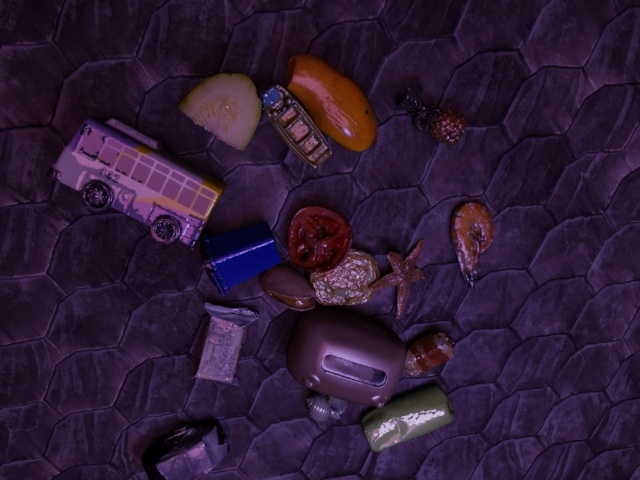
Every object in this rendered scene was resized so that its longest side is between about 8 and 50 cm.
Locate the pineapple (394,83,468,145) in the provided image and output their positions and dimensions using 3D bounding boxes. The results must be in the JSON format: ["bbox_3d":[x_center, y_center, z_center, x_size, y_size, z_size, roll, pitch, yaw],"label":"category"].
[{"bbox_3d":[0.345,-0.400,1.397,0.237,0.119,0.111,27,144,-7],"label":"pineapple"}]

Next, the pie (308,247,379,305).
[{"bbox_3d":[0.081,0.120,1.501,0.247,0.090,0.201,-1,99,-4],"label":"pie"}]

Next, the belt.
[{"bbox_3d":[-0.479,0.740,1.551,0.289,0.184,0.164,-21,100,-6],"label":"belt"}]

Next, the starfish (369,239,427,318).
[{"bbox_3d":[0.269,0.130,1.522,0.231,0.048,0.295,8,103,-33],"label":"starfish"}]

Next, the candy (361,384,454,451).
[{"bbox_3d":[0.324,0.660,1.637,0.343,0.132,0.142,-23,121,0],"label":"candy"}]

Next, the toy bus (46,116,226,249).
[{"bbox_3d":[-0.521,-0.179,1.303,0.439,0.209,0.249,28,98,-12],"label":"toy bus"}]

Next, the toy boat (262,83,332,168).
[{"bbox_3d":[-0.079,-0.355,1.374,0.111,0.084,0.276,-41,107,2],"label":"toy boat"}]

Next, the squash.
[{"bbox_3d":[-0.284,-0.406,1.304,0.237,0.155,0.204,33,97,-14],"label":"squash"}]

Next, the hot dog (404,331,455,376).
[{"bbox_3d":[0.387,0.409,1.603,0.213,0.103,0.146,-26,126,10],"label":"hot dog"}]

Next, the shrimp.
[{"bbox_3d":[0.540,0.017,1.538,0.164,0.062,0.317,-10,102,-6],"label":"shrimp"}]

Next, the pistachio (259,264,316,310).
[{"bbox_3d":[-0.107,0.158,1.447,0.223,0.152,0.126,24,119,31],"label":"pistachio"}]

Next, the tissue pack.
[{"bbox_3d":[0.088,0.387,1.474,0.387,0.277,0.267,20,98,-11],"label":"tissue pack"}]

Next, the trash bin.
[{"bbox_3d":[-0.250,0.049,1.395,0.234,0.184,0.163,-21,131,-8],"label":"trash bin"}]

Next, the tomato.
[{"bbox_3d":[0.000,-0.001,1.437,0.227,0.101,0.228,-3,81,17],"label":"tomato"}]

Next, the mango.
[{"bbox_3d":[0.042,-0.418,1.329,0.359,0.144,0.187,48,68,-16],"label":"mango"}]

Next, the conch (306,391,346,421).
[{"bbox_3d":[0.016,0.593,1.605,0.153,0.102,0.135,28,88,-45],"label":"conch"}]

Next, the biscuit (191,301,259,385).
[{"bbox_3d":[-0.335,0.367,1.525,0.186,0.079,0.309,12,102,-11],"label":"biscuit"}]
